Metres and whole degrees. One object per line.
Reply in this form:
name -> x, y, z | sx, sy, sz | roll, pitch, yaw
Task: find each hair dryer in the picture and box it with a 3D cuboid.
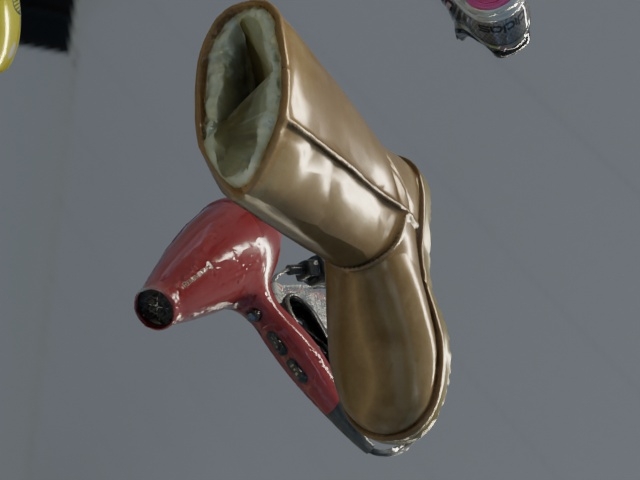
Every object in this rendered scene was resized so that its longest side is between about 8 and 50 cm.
hair dryer -> -0.033, 0.058, 1.258 | 0.080, 0.294, 0.223 | -48, -132, 29

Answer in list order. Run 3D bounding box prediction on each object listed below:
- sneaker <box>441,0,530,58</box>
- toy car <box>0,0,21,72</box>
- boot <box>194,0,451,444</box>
sneaker -> 0.111, -0.192, 1.155 | 0.170, 0.063, 0.074 | 56, -7, 50
toy car -> -0.242, -0.074, 0.480 | 0.225, 0.239, 0.053 | 50, -2, -24
boot -> 0.000, 0.000, 1.030 | 0.089, 0.269, 0.236 | -13, -113, 19
